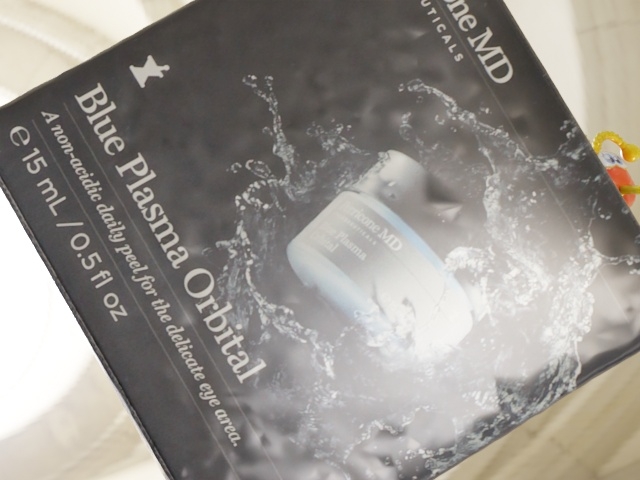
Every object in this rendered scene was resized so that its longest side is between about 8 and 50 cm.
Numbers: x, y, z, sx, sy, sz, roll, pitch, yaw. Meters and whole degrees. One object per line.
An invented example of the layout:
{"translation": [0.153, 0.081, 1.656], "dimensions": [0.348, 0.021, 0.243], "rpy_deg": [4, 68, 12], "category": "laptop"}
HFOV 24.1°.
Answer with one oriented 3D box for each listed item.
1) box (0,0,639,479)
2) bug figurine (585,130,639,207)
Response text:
{"translation": [0.000, 0.000, 0.467], "dimensions": [0.156, 0.158, 0.093], "rpy_deg": [59, -9, 4], "category": "box"}
{"translation": [0.024, -0.008, 0.764], "dimensions": [0.216, 0.279, 0.072], "rpy_deg": [-29, -118, 48], "category": "bug figurine"}
